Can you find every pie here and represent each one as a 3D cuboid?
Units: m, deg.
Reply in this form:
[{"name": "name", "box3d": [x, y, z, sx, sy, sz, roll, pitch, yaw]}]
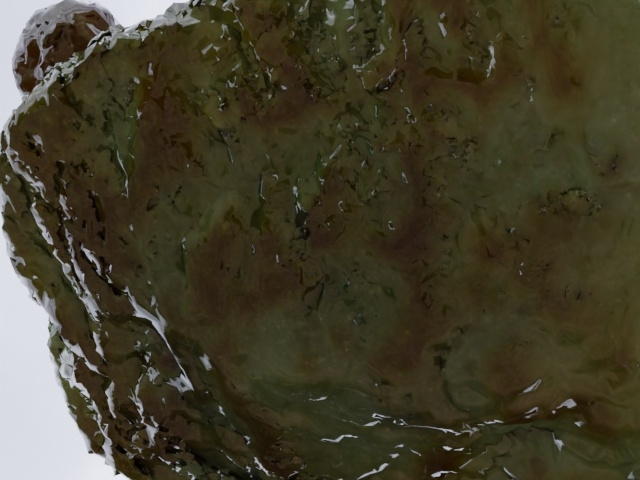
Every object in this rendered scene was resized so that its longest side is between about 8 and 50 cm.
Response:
[{"name": "pie", "box3d": [0.023, 0.009, 0.854, 0.418, 0.180, 0.395, -6, -67, 32]}]
